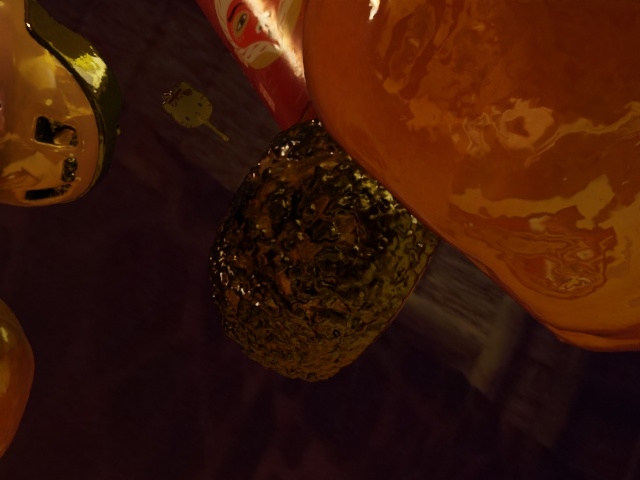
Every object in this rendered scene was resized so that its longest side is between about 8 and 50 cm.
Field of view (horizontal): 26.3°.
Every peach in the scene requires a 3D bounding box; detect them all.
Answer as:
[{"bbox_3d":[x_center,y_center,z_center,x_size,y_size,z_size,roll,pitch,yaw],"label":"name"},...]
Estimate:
[{"bbox_3d":[0.165,-0.118,0.798,0.302,0.343,0.343,-47,-122,4],"label":"peach"}]

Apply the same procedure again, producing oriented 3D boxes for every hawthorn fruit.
[{"bbox_3d":[-0.397,0.174,1.438,0.199,0.199,0.251,16,-69,29],"label":"hawthorn fruit"}]

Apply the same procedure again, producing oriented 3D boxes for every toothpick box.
[{"bbox_3d":[-0.009,-0.247,1.463,0.204,0.204,0.333,-37,-122,7],"label":"toothpick box"}]

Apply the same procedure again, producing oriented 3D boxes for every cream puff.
[{"bbox_3d":[0.000,0.000,1.184,0.164,0.239,0.239,34,-96,-10],"label":"cream puff"}]

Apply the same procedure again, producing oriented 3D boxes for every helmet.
[{"bbox_3d":[-0.312,-0.129,1.297,0.253,0.198,0.154,26,-142,9],"label":"helmet"}]

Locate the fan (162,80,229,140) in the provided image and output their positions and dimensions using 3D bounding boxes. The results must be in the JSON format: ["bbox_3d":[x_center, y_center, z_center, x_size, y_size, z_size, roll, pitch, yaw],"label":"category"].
[{"bbox_3d":[-0.129,-0.133,1.449,0.056,0.083,0.004,-40,-167,43],"label":"fan"}]
